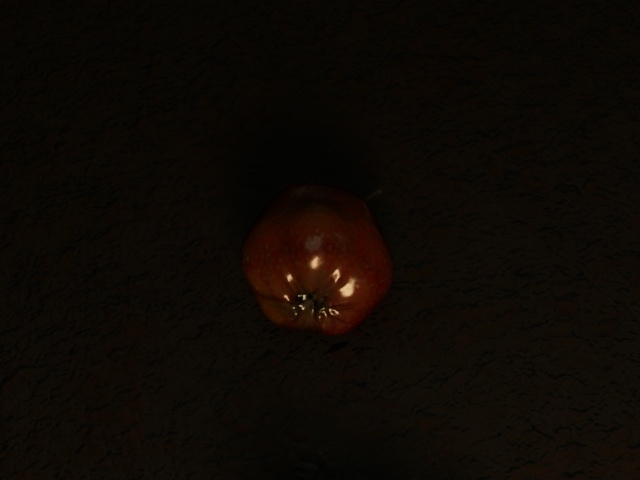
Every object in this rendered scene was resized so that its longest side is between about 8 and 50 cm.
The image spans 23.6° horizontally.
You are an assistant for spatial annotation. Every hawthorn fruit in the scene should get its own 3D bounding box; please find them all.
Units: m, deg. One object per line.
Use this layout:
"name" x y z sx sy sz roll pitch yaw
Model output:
"hawthorn fruit" 0.000 0.000 1.634 0.162 0.163 0.203 -3 40 9
